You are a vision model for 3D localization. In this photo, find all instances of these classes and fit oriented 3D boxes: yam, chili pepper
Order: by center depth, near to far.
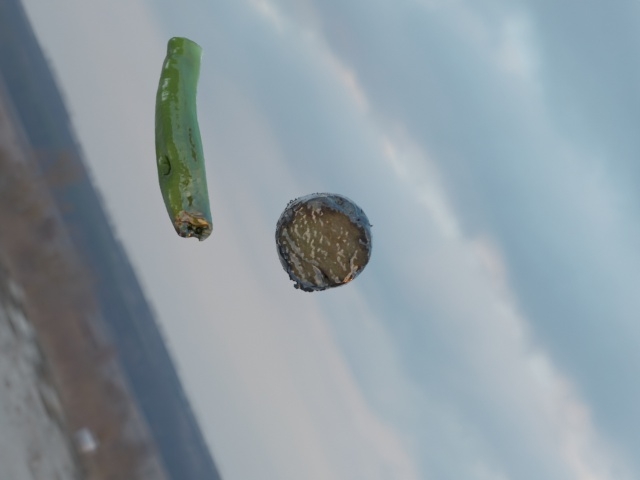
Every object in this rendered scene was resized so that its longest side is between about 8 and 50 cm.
[{"bbox_3d":[0.002,-0.001,1.319,0.141,0.079,0.079,-133,-159,-87],"label":"yam"},{"bbox_3d":[-0.133,-0.100,1.612,0.050,0.052,0.202,97,-11,-73],"label":"chili pepper"}]
